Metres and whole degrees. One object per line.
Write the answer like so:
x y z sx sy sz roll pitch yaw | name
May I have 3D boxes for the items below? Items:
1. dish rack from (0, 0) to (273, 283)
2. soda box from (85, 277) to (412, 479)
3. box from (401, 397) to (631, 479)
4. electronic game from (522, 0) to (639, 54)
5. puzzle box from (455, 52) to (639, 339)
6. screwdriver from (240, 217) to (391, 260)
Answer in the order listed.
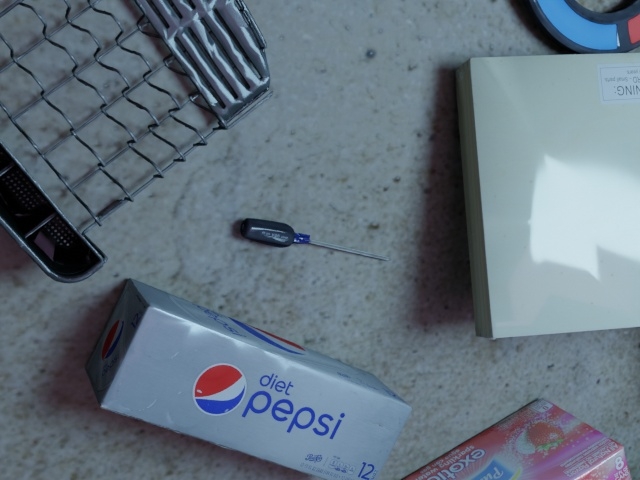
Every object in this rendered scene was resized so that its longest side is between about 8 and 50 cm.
-0.170 -0.126 0.697 0.271 0.074 0.208 -40 115 -11 | dish rack
-0.061 0.137 0.796 0.286 0.091 0.098 25 93 -26 | soda box
0.178 0.318 0.917 0.300 0.142 0.154 -25 110 -17 | box
0.292 -0.303 0.875 0.229 0.048 0.229 -5 104 -23 | electronic game
0.345 -0.050 0.865 0.409 0.052 0.272 -3 86 -10 | puzzle box
0.000 0.000 0.835 0.170 0.024 0.025 7 70 -32 | screwdriver
